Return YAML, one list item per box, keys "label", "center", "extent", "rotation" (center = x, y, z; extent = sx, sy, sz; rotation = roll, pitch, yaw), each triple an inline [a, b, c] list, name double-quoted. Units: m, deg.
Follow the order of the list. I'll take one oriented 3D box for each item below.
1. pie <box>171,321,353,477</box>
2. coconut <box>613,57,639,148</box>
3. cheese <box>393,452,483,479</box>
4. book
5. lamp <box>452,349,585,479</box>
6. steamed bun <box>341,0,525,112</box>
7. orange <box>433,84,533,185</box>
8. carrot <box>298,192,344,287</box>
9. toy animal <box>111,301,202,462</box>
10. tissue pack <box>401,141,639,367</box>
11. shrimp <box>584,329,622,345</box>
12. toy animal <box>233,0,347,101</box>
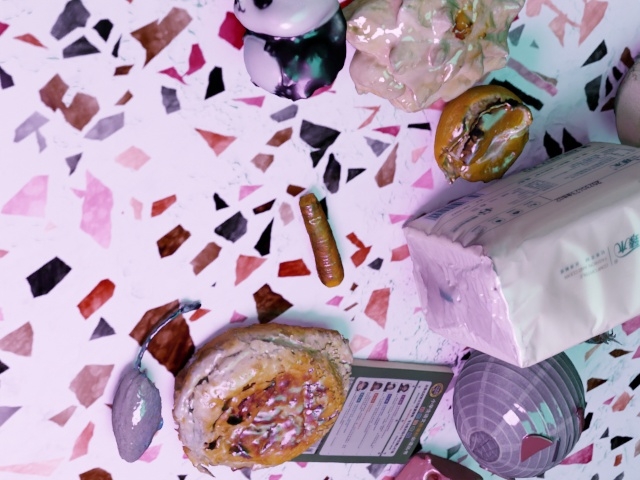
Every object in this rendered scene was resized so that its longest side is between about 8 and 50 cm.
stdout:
- label: "pie"
  center: [-0.095, 0.239, 1.958]
  extent: [0.308, 0.085, 0.308]
  rotation: [-16, 130, -20]
- label: "coconut"
  center: [0.581, -0.193, 2.002]
  extent: [0.227, 0.230, 0.227]
  rotation: [-18, 130, -24]
- label: "cheese"
  center: [0.236, 0.469, 2.329]
  extent: [0.128, 0.203, 0.177]
  rotation: [-56, 165, 11]
- label: "book"
  center: [0.082, 0.288, 2.164]
  extent: [0.264, 0.027, 0.202]
  rotation: [8, 116, -38]
- label: "lamp"
  center: [0.328, 0.283, 2.185]
  extent: [0.233, 0.233, 0.265]
  rotation: [-17, 150, -24]
- label: "steamed bun"
  center: [0.171, -0.289, 1.694]
  extent: [0.292, 0.137, 0.295]
  rotation: [-43, 137, -18]
- label: "orange"
  center: [0.228, -0.159, 1.869]
  extent: [0.160, 0.112, 0.170]
  rotation: [1, 146, -48]
- label: "carrot"
  center: [0.000, 0.000, 1.883]
  extent: [0.042, 0.042, 0.171]
  rotation: [-30, 132, -13]
- label: "toy animal"
  center: [-0.247, 0.198, 1.852]
  extent: [0.079, 0.070, 0.253]
  rotation: [-19, 129, -71]
- label: "tissue pack"
  center: [0.355, 0.011, 1.934]
  extent: [0.380, 0.297, 0.207]
  rotation: [-23, 107, -17]
- label: "shrimp"
  center: [0.493, 0.156, 2.331]
  extent: [0.165, 0.056, 0.065]
  rotation: [19, 104, -45]
- label: "toy animal"
  center: [-0.044, -0.274, 1.576]
  extent: [0.138, 0.166, 0.179]
  rotation: [-30, 123, -22]
